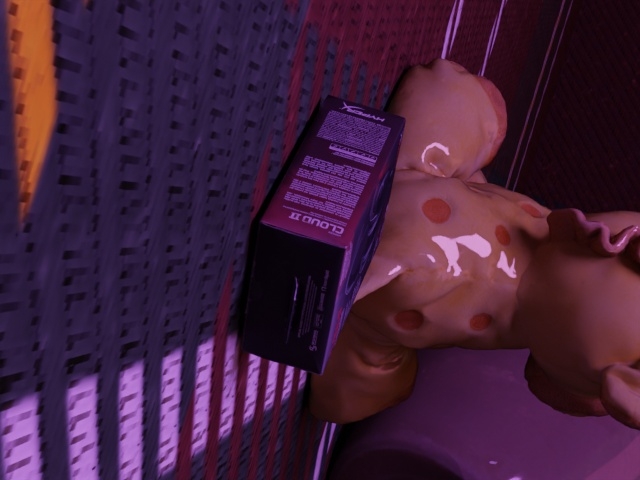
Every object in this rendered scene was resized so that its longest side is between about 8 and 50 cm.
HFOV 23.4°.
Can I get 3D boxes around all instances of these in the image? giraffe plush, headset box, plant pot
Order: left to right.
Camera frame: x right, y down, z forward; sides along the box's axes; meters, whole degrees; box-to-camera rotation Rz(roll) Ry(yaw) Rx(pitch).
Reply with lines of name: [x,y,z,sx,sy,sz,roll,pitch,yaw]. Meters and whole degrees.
headset box: [0.000,0.000,0.533,0.083,0.032,0.062,-66,169,-48]
plant pot: [0.124,0.142,1.025,0.229,0.263,0.263,-37,147,-46]
giraffe plush: [0.096,0.017,0.714,0.210,0.170,0.181,63,45,-78]
